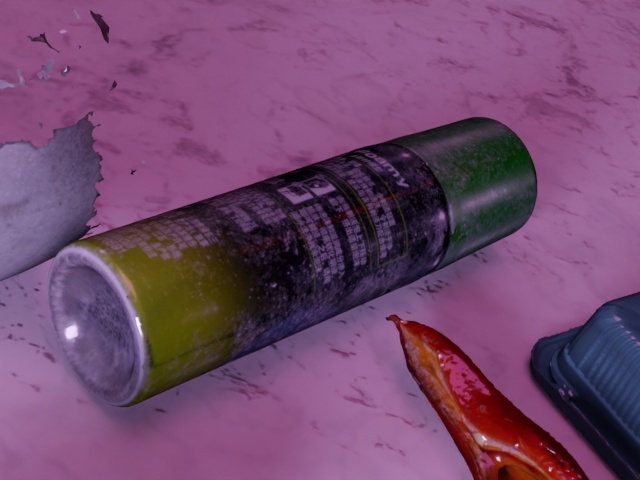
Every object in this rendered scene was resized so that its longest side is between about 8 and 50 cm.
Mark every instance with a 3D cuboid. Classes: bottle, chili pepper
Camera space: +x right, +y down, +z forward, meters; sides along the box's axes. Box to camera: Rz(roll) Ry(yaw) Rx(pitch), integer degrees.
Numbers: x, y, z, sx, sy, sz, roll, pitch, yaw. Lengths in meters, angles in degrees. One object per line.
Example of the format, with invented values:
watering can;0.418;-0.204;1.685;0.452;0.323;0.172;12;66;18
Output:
bottle;0.000;0.000;0.747;0.330;0.093;0.093;-21;52;-39
chili pepper;0.113;0.134;0.669;0.050;0.059;0.268;36;12;-50

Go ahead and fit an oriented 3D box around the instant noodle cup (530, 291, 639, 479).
instant noodle cup;0.235;0.092;0.751;0.157;0.070;0.179;-13;48;-32

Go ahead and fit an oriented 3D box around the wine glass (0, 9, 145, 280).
wine glass;-0.284;-0.036;0.608;0.357;0.190;0.190;-19;51;-32
